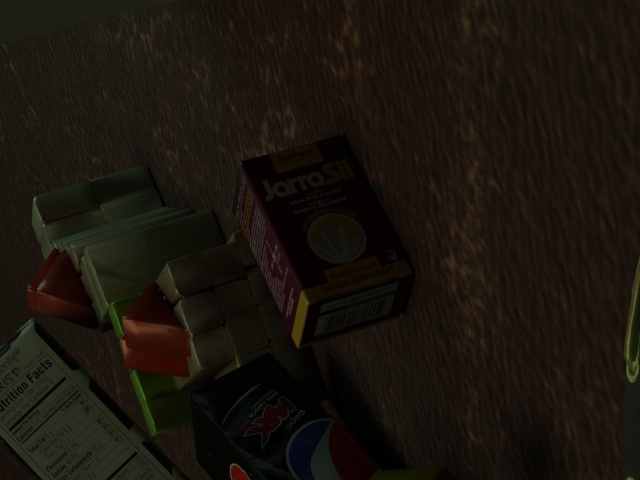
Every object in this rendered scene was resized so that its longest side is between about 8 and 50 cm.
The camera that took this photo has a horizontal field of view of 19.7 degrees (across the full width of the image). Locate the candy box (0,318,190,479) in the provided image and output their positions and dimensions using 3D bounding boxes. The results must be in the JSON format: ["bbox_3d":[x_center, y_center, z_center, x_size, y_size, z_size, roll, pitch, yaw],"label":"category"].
[{"bbox_3d":[-0.126,0.162,1.187,0.233,0.071,0.159,47,171,4],"label":"candy box"}]

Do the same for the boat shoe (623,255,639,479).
[{"bbox_3d":[0.125,0.089,0.518,0.068,0.081,0.227,-134,38,-61],"label":"boat shoe"}]

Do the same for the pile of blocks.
[{"bbox_3d":[-0.114,0.051,1.163,0.362,0.113,0.149,-153,48,-67],"label":"pile of blocks"}]

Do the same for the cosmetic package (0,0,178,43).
[{"bbox_3d":[-0.194,-0.224,0.950,0.138,0.225,0.224,-125,25,-44],"label":"cosmetic package"}]

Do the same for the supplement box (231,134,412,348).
[{"bbox_3d":[0.000,0.000,0.855,0.043,0.055,0.083,102,146,-56],"label":"supplement box"}]

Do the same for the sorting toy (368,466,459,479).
[{"bbox_3d":[0.028,0.216,0.808,0.229,0.041,0.307,24,132,21],"label":"sorting toy"}]

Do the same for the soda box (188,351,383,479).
[{"bbox_3d":[0.000,0.133,0.938,0.169,0.053,0.060,43,148,37],"label":"soda box"}]
